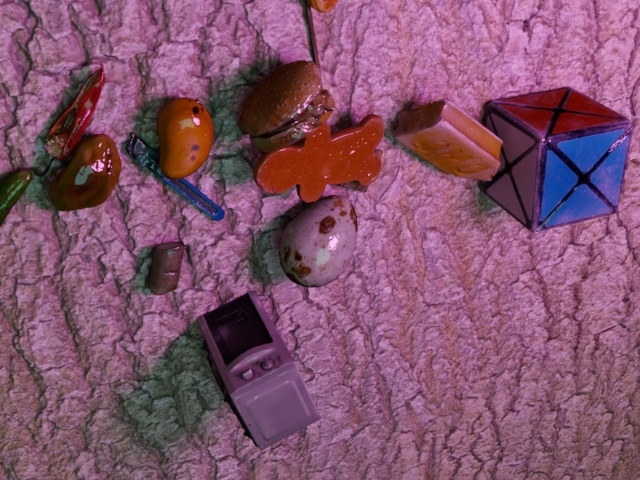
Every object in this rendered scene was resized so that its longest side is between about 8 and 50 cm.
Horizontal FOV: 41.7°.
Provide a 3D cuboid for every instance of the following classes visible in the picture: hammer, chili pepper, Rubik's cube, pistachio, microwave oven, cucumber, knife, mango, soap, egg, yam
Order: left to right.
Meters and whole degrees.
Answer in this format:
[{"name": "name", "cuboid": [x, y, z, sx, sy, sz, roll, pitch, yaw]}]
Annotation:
[{"name": "cucumber", "cuboid": [-0.660, -0.045, 1.685, 0.056, 0.056, 0.250, 30, 101, -35]}, {"name": "chili pepper", "cuboid": [-0.488, -0.232, 1.657, 0.267, 0.059, 0.050, -57, 163, 11]}, {"name": "pistachio", "cuboid": [-0.468, -0.124, 1.695, 0.110, 0.100, 0.189, 35, 100, -32]}, {"name": "yam", "cuboid": [-0.346, 0.065, 1.885, 0.070, 0.069, 0.146, 3, 117, -26]}, {"name": "knife", "cuboid": [-0.308, -0.130, 1.811, 0.296, 0.026, 0.044, 40, 87, -36]}, {"name": "mango", "cuboid": [-0.278, -0.210, 1.734, 0.115, 0.090, 0.177, -9, 122, -21]}, {"name": "microwave oven", "cuboid": [-0.156, 0.305, 1.975, 0.181, 0.295, 0.237, -26, 127, -8]}, {"name": "hammer", "cuboid": [-0.026, -0.473, 1.731, 0.058, 0.029, 0.292, -18, 127, -11]}, {"name": "egg", "cuboid": [0.000, 0.000, 1.943, 0.169, 0.169, 0.231, 30, 92, -35]}, {"name": "soap", "cuboid": [0.312, -0.223, 1.948, 0.258, 0.160, 0.080, 29, 66, -34]}, {"name": "Rubik's cube", "cuboid": [0.560, -0.196, 2.017, 0.260, 0.254, 0.260, -14, 124, -15]}]

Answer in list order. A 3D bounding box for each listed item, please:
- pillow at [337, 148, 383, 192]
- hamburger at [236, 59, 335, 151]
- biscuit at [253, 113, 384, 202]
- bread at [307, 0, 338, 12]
[{"name": "pillow", "cuboid": [0.041, -0.179, 1.930, 0.204, 0.038, 0.113, 12, 110, -30]}, {"name": "hamburger", "cuboid": [-0.080, -0.273, 1.730, 0.215, 0.189, 0.122, -29, 121, 14]}, {"name": "biscuit", "cuboid": [-0.003, -0.181, 1.837, 0.324, 0.049, 0.205, -20, 135, -25]}, {"name": "bread", "cuboid": [0.015, -0.513, 1.693, 0.083, 0.044, 0.110, 8, 106, -59]}]
